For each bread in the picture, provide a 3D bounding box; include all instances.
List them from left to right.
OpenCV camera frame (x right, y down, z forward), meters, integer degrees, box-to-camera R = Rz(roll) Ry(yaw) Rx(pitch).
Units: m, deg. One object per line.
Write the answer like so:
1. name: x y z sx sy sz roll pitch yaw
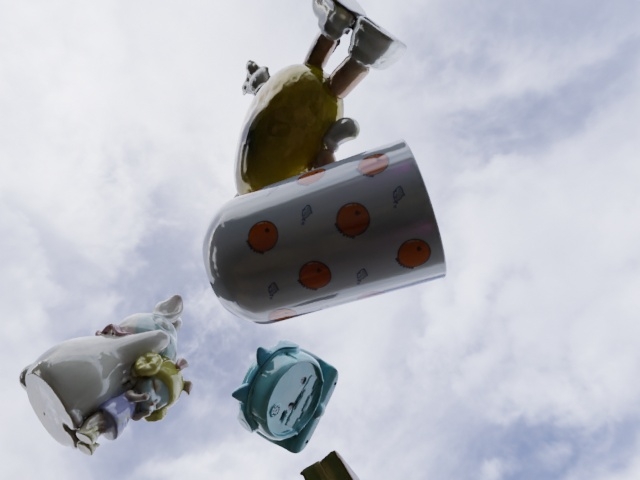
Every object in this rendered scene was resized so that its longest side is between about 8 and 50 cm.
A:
1. bread: 0.029 0.412 0.674 0.074 0.084 0.139 -33 -95 -6

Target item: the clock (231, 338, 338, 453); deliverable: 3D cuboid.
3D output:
1. clock: -0.083 0.349 0.926 0.274 0.094 0.223 48 -117 -45

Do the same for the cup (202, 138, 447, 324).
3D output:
1. cup: 0.000 0.000 0.611 0.318 0.212 0.212 -18 -83 7

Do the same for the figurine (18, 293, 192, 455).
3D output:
1. figurine: -0.250 0.165 0.561 0.155 0.236 0.127 12 -66 29

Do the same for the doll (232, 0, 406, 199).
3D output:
1. doll: -0.042 -0.259 0.749 0.423 0.161 0.347 -21 -110 40
